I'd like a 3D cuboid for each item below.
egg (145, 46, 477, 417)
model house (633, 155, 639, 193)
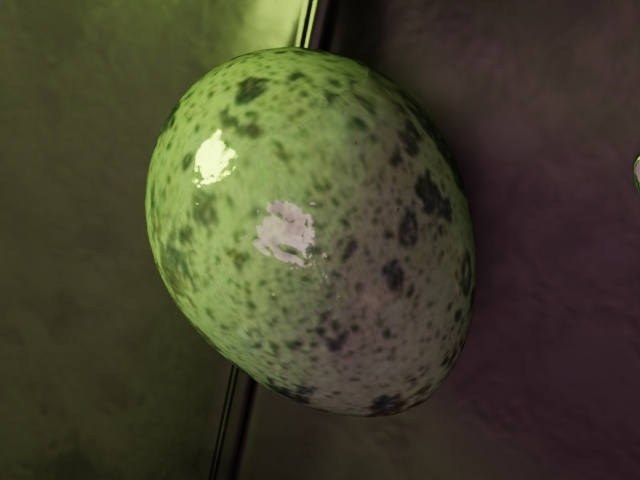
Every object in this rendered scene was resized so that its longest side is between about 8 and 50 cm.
[{"bbox_3d":[0.000,0.000,0.701,0.132,0.132,0.172,-22,112,18],"label":"egg"},{"bbox_3d":[0.220,0.007,0.677,0.117,0.088,0.167,-40,95,19],"label":"model house"}]
